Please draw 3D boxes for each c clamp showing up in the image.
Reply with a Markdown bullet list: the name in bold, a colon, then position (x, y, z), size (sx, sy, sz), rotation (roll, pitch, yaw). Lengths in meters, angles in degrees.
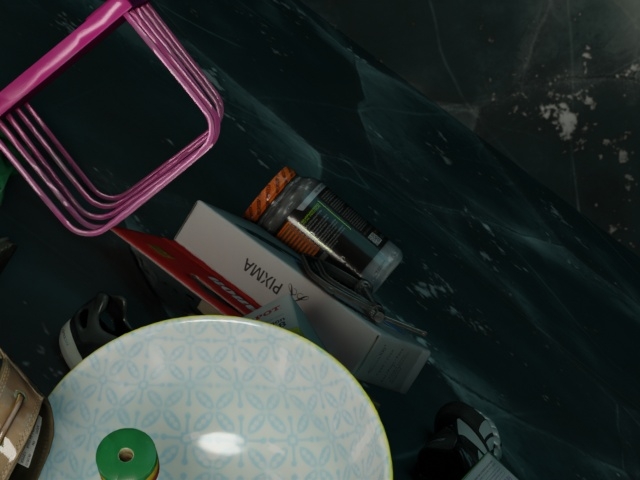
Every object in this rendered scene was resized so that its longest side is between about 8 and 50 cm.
- **c clamp**: position (0.038, 0.059, 1.954), size (0.137, 0.022, 0.161), rotation (25, 9, -17)

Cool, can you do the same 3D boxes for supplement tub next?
- **supplement tub**: position (0.000, 0.000, 2.216), size (0.190, 0.117, 0.117), rotation (41, 18, 2)

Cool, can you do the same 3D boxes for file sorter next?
- **file sorter**: position (-0.220, -0.136, 1.867), size (0.182, 0.202, 0.291), rotation (51, 5, -8)

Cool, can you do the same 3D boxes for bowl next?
- **bowl**: position (-0.087, 0.221, 1.402), size (0.289, 0.289, 0.156), rotation (50, -20, 28)

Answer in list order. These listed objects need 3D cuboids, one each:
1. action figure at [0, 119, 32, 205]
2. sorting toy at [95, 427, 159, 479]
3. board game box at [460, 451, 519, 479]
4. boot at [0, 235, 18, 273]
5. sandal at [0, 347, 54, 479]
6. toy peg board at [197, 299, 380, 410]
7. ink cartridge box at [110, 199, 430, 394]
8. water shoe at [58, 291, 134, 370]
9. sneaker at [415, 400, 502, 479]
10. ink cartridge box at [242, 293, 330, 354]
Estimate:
- **action figure**: position (-0.358, -0.082, 1.790), size (0.137, 0.063, 0.232), rotation (35, 15, -20)
- **sorting toy**: position (-0.120, 0.271, 1.248), size (0.132, 0.046, 0.275), rotation (7, 56, 6)
- **board game box**: position (0.226, 0.384, 1.768), size (0.316, 0.064, 0.242), rotation (43, 30, 9)
- **boot**: position (-0.394, -0.021, 1.589), size (0.208, 0.076, 0.189), rotation (35, 15, 7)
- **sandal**: position (-0.230, 0.155, 1.267), size (0.120, 0.086, 0.303), rotation (77, -4, -79)
- **toy peg board**: position (-0.050, 0.150, 1.864), size (0.161, 0.079, 0.160), rotation (26, 7, -40)
- **ink cartridge box**: position (-0.052, 0.054, 1.937), size (0.296, 0.066, 0.261), rotation (35, 7, 30)
- **water shoe**: position (-0.171, 0.132, 1.628), size (0.203, 0.080, 0.073), rotation (48, 20, 24)
- **sneaker**: position (0.155, 0.246, 2.004), size (0.106, 0.078, 0.234), rotation (34, 21, -24)
- **ink cartridge box**: position (-0.045, 0.164, 1.665), size (0.127, 0.128, 0.176), rotation (59, 7, -27)
